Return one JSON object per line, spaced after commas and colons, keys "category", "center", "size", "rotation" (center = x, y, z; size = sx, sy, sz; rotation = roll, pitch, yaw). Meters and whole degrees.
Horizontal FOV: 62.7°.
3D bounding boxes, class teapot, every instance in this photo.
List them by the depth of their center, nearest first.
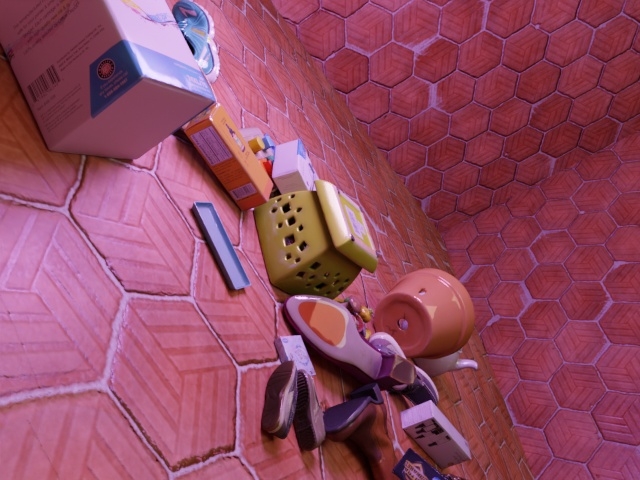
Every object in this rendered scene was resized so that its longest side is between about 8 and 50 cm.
{"category": "teapot", "center": [0.420, 0.344, 1.878], "size": [0.256, 0.187, 0.253], "rotation": [38, 29, -46]}

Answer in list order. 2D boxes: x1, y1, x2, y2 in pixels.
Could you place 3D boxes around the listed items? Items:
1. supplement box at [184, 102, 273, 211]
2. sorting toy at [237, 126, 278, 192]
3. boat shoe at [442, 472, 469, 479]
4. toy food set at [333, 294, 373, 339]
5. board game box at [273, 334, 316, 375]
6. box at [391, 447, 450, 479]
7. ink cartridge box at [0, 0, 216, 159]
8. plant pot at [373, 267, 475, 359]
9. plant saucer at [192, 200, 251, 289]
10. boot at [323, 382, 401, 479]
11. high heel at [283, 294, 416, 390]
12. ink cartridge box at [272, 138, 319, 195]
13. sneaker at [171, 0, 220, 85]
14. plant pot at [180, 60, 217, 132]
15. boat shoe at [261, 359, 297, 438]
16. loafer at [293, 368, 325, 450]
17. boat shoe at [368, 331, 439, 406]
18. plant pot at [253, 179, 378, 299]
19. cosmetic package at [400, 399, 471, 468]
{"category": "supplement box", "center": [-0.198, -0.181, 1.170], "size": [0.233, 0.080, 0.078], "rotation": [60, 25, -32]}
{"category": "sorting toy", "center": [-0.153, -0.233, 1.453], "size": [0.196, 0.047, 0.348], "rotation": [59, 19, -6]}
{"category": "boat shoe", "center": [0.365, 0.676, 1.446], "size": [0.207, 0.073, 0.073], "rotation": [34, 33, -50]}
{"category": "toy food set", "center": [0.093, 0.203, 1.422], "size": [0.218, 0.071, 0.128], "rotation": [25, 40, -59]}
{"category": "board game box", "center": [-0.052, 0.241, 1.080], "size": [0.090, 0.020, 0.090], "rotation": [17, 48, -63]}
{"category": "box", "center": [0.323, 0.581, 1.075], "size": [0.295, 0.073, 0.293], "rotation": [28, -17, 48]}
{"category": "ink cartridge box", "center": [-0.344, -0.299, 0.832], "size": [0.270, 0.198, 0.197], "rotation": [63, 20, 6]}
{"category": "plant pot", "center": [0.302, 0.241, 1.628], "size": [0.203, 0.291, 0.291], "rotation": [-8, 69, -53]}
{"category": "plant saucer", "center": [-0.198, 0.010, 1.042], "size": [0.192, 0.018, 0.067], "rotation": [62, 19, 7]}
{"category": "boot", "center": [0.107, 0.471, 1.112], "size": [0.264, 0.096, 0.281], "rotation": [10, 61, -74]}
{"category": "high heel", "center": [0.039, 0.255, 1.252], "size": [0.377, 0.181, 0.127], "rotation": [38, 59, -16]}
{"category": "ink cartridge box", "center": [-0.059, -0.159, 1.455], "size": [0.140, 0.082, 0.191], "rotation": [-90, 159, -43]}
{"category": "sneaker", "center": [-0.330, -0.513, 1.328], "size": [0.110, 0.107, 0.275], "rotation": [15, 48, -52]}
{"category": "plant pot", "center": [-0.312, -0.333, 1.173], "size": [0.236, 0.032, 0.236], "rotation": [47, 32, -43]}
{"category": "boat shoe", "center": [-0.068, 0.283, 0.940], "size": [0.049, 0.056, 0.152], "rotation": [57, 28, -26]}
{"category": "loafer", "center": [-0.026, 0.318, 0.991], "size": [0.050, 0.056, 0.148], "rotation": [31, 45, -56]}
{"category": "boat shoe", "center": [0.229, 0.386, 1.478], "size": [0.285, 0.102, 0.092], "rotation": [52, 26, -13]}
{"category": "plant pot", "center": [0.000, 0.000, 1.270], "size": [0.227, 0.207, 0.228], "rotation": [35, 33, -53]}
{"category": "cosmetic package", "center": [0.328, 0.554, 1.485], "size": [0.239, 0.098, 0.060], "rotation": [50, 24, -28]}
